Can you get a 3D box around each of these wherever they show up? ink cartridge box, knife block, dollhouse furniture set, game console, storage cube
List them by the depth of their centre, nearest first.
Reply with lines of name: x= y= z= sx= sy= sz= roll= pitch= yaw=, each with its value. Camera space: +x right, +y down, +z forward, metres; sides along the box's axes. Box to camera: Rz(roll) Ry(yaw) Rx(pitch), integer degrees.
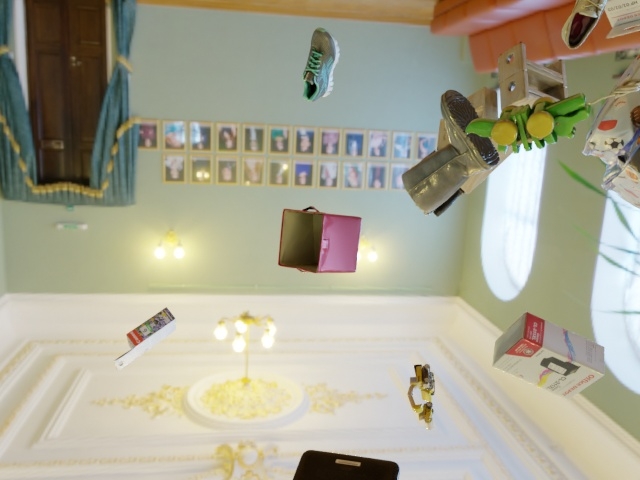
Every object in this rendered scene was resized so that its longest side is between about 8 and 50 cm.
game console: x=0.027 y=0.313 z=0.677 sx=0.122 sy=0.071 sz=0.107 roll=1 pitch=-148 yaw=18
ink cartridge box: x=-0.292 y=0.161 z=0.957 sx=0.115 sy=0.029 sz=0.063 roll=-35 pitch=166 yaw=-27
ink cartridge box: x=0.637 y=-0.487 z=1.153 sx=0.181 sy=0.061 sz=0.104 roll=-50 pitch=-154 yaw=-20
ink cartridge box: x=0.459 y=0.235 z=1.181 sx=0.175 sy=0.127 sz=0.072 roll=24 pitch=-132 yaw=1
dollhouse furniture set: x=0.403 y=-0.304 z=1.240 sx=0.130 sy=0.128 sz=0.184 roll=11 pitch=162 yaw=-28
knife block: x=0.354 y=-0.170 z=1.414 sx=0.276 sy=0.241 sz=0.088 roll=-2 pitch=-158 yaw=-9
storage cube: x=0.000 y=0.000 z=1.893 sx=0.184 sy=0.214 sz=0.193 roll=8 pitch=-177 yaw=42

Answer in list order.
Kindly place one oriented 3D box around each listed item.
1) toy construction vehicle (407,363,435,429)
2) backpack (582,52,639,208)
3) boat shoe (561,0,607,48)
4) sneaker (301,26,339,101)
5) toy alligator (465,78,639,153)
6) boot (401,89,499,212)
toy construction vehicle: x=0.161 y=0.243 z=0.930 sx=0.035 sy=0.085 sz=0.098 roll=-3 pitch=-134 yaw=15
backpack: x=0.499 y=-0.154 z=0.819 sx=0.213 sy=0.276 sz=0.263 roll=41 pitch=-177 yaw=24
boat shoe: x=0.421 y=-0.362 z=0.912 sx=0.050 sy=0.135 sz=0.045 roll=11 pitch=-131 yaw=4
sneaker: x=-0.006 y=-0.365 z=1.239 sx=0.065 sy=0.166 sz=0.076 roll=24 pitch=-130 yaw=20
toy alligator: x=0.260 y=-0.131 z=0.657 sx=0.190 sy=0.051 sz=0.056 roll=-9 pitch=-152 yaw=33
boot: x=0.241 y=-0.176 z=1.188 sx=0.076 sy=0.189 sz=0.208 roll=-21 pitch=173 yaw=-32
